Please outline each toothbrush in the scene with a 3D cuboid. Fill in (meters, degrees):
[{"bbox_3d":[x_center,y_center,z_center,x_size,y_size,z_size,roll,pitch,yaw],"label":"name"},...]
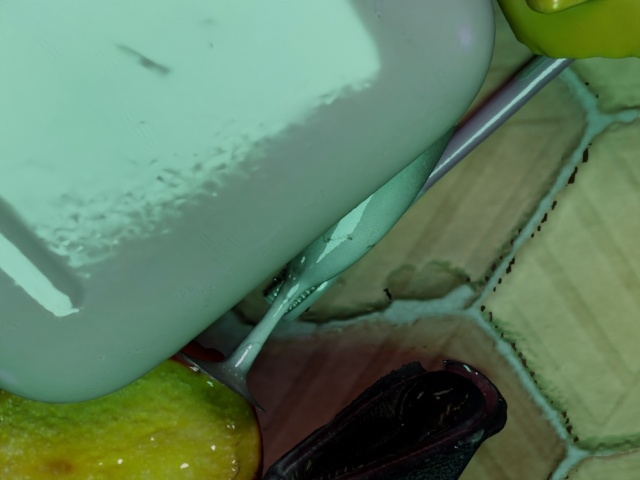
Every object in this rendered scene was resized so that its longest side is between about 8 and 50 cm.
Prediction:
[{"bbox_3d":[0.073,-0.049,1.021,0.286,0.020,0.025,-42,112,16],"label":"toothbrush"}]

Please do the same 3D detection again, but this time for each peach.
[{"bbox_3d":[-0.140,0.146,1.004,0.226,0.190,0.196,-37,112,12],"label":"peach"}]

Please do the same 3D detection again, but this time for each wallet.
[{"bbox_3d":[-0.006,0.189,1.043,0.071,0.262,0.221,40,116,17],"label":"wallet"}]

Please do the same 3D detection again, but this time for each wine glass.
[{"bbox_3d":[0.000,0.000,0.980,0.066,0.066,0.198,36,87,-26],"label":"wine glass"}]

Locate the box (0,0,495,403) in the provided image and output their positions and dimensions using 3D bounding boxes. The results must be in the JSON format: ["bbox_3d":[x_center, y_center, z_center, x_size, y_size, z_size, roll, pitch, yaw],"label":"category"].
[{"bbox_3d":[-0.106,-0.095,0.883,0.349,0.141,0.289,-39,112,12],"label":"box"}]

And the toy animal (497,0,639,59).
[{"bbox_3d":[0.194,-0.180,0.890,0.229,0.156,0.156,-25,121,4],"label":"toy animal"}]
